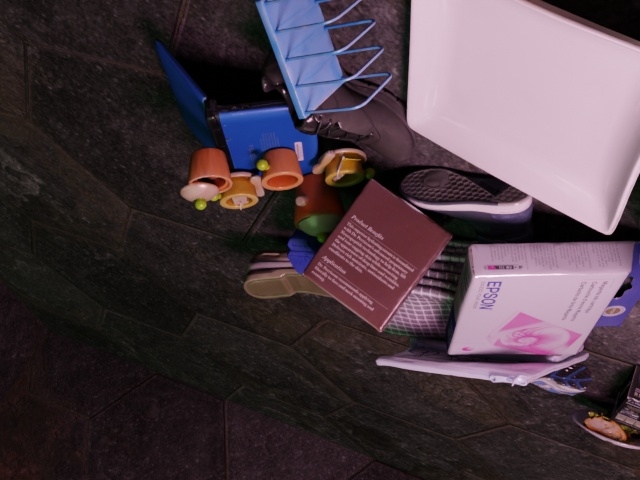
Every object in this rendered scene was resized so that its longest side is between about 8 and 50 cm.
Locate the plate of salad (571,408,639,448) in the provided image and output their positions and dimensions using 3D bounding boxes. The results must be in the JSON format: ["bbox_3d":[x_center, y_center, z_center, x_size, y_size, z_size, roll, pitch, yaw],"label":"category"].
[{"bbox_3d":[0.643,0.396,1.767,0.200,0.048,0.200,11,-171,-2],"label":"plate of salad"}]

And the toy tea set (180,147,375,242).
[{"bbox_3d":[-0.078,-0.072,1.431,0.336,0.124,0.200,-1,160,-16],"label":"toy tea set"}]

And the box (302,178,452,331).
[{"bbox_3d":[0.098,0.025,1.421,0.168,0.203,0.167,37,-178,5],"label":"box"}]

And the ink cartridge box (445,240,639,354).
[{"bbox_3d":[0.392,0.106,1.378,0.330,0.071,0.324,0,150,2],"label":"ink cartridge box"}]

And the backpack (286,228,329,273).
[{"bbox_3d":[0.000,0.000,1.650,0.098,0.120,0.101,9,139,37],"label":"backpack"}]

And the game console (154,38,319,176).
[{"bbox_3d":[-0.137,-0.222,1.438,0.250,0.173,0.293,-7,161,0],"label":"game console"}]

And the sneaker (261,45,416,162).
[{"bbox_3d":[0.022,-0.198,1.257,0.286,0.130,0.109,35,151,-18],"label":"sneaker"}]

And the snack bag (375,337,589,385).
[{"bbox_3d":[0.314,0.223,1.610,0.323,0.037,0.342,2,-177,36],"label":"snack bag"}]

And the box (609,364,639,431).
[{"bbox_3d":[0.697,0.341,1.652,0.180,0.077,0.147,20,153,16],"label":"box"}]

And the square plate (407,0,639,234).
[{"bbox_3d":[0.268,-0.188,1.067,0.347,0.049,0.344,32,158,21],"label":"square plate"}]

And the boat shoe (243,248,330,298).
[{"bbox_3d":[-0.015,0.057,1.785,0.302,0.103,0.113,-1,142,10],"label":"boat shoe"}]

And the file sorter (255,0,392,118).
[{"bbox_3d":[0.012,-0.269,1.101,0.104,0.118,0.170,0,125,35],"label":"file sorter"}]

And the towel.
[{"bbox_3d":[0.210,0.103,1.603,0.284,0.121,0.235,6,148,24],"label":"towel"}]

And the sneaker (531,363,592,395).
[{"bbox_3d":[0.467,0.283,1.764,0.211,0.080,0.081,23,152,11],"label":"sneaker"}]

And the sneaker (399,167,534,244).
[{"bbox_3d":[0.248,-0.037,1.381,0.226,0.086,0.163,11,147,28],"label":"sneaker"}]
